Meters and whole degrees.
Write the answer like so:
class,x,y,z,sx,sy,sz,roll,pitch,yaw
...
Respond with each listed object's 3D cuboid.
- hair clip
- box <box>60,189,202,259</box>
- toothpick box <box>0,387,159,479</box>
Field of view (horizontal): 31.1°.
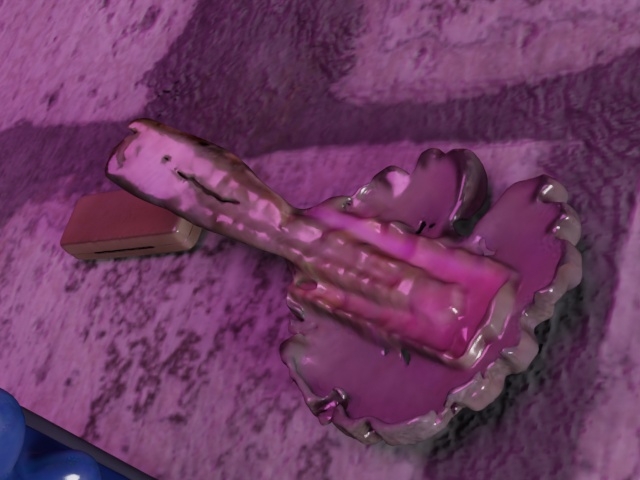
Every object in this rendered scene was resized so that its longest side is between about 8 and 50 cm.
class,x,y,z,sx,sy,sz,roll,pitch,yaw
hair clip,0.002,0.002,0.647,0.300,0.069,0.173,26,79,35
box,-0.127,-0.013,0.790,0.115,0.025,0.048,-6,52,34
toothpick box,-0.196,0.153,0.484,0.263,0.354,0.263,-20,50,25
